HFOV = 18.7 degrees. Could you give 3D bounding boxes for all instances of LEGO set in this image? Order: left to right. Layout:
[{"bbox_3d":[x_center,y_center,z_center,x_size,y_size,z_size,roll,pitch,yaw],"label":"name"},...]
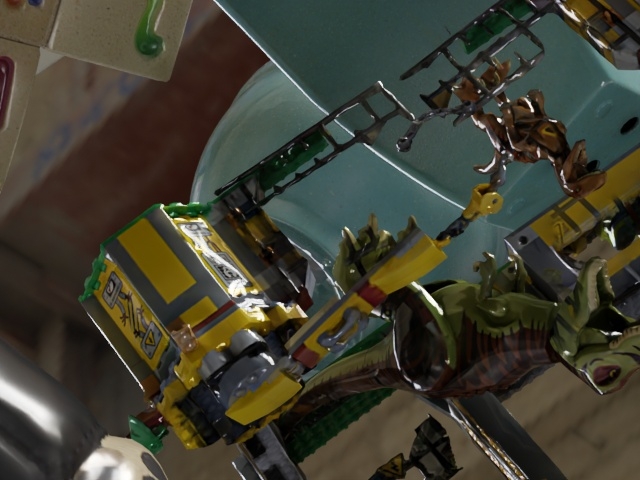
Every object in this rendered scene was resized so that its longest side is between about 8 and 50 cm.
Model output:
[{"bbox_3d":[0.097,0.045,0.719,0.331,0.255,0.192,-31,-126,-15],"label":"LEGO set"}]

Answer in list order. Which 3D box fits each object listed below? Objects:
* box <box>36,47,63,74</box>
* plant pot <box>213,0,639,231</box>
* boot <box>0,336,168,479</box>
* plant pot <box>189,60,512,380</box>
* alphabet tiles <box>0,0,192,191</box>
[{"bbox_3d":[-0.120,-0.204,1.140,0.275,0.094,0.113,-29,-143,38],"label":"box"},{"bbox_3d":[0.087,-0.116,1.123,0.165,0.165,0.234,-49,-122,18],"label":"plant pot"},{"bbox_3d":[-0.192,0.078,0.421,0.377,0.284,0.138,-46,-175,35],"label":"boot"},{"bbox_3d":[0.000,0.000,1.721,0.293,0.293,0.196,-27,-165,41],"label":"plant pot"},{"bbox_3d":[-0.135,-0.194,0.647,0.011,0.285,0.343,23,-82,50],"label":"alphabet tiles"}]
